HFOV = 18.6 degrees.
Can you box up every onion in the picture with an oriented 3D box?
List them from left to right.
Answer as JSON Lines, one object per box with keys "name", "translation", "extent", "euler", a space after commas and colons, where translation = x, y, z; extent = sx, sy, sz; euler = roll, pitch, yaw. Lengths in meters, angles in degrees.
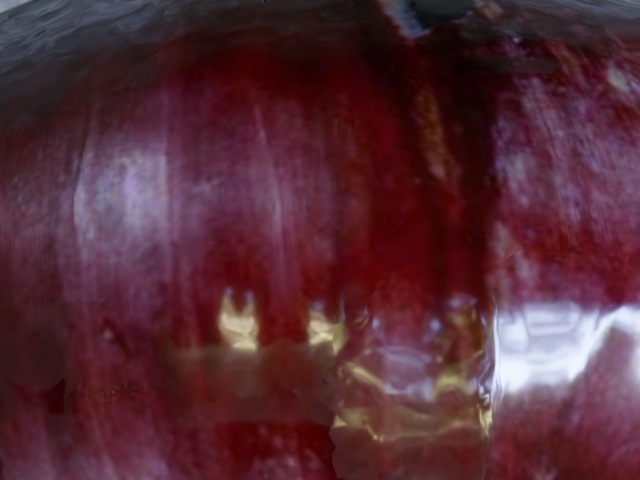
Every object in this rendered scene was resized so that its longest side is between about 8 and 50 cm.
{"name": "onion", "translation": [0.000, 0.000, 0.467], "extent": [0.273, 0.285, 0.273], "euler": [1, -15, 0]}
